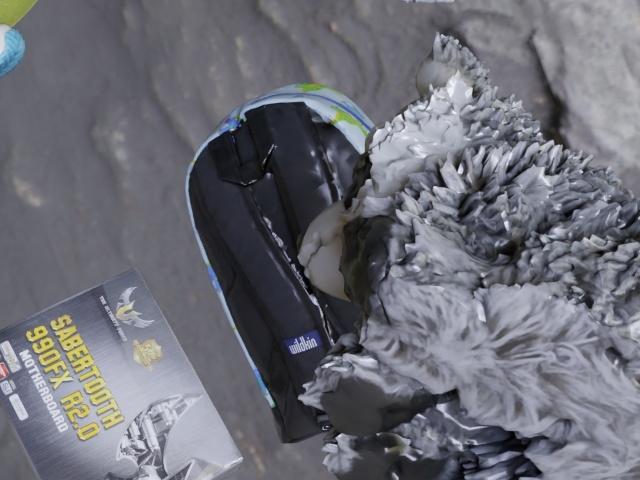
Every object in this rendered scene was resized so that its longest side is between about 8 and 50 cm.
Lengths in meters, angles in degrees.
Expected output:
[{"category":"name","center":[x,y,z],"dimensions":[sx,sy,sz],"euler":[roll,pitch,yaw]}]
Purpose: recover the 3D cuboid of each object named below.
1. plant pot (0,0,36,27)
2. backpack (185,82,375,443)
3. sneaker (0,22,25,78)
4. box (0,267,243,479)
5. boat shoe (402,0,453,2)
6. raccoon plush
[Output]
[{"category":"plant pot","center":[-0.405,-0.339,1.167],"dimensions":[0.275,0.275,0.293],"euler":[46,176,25]},{"category":"backpack","center":[0.000,0.000,1.502],"dimensions":[0.290,0.273,0.356],"euler":[-28,108,24]},{"category":"sneaker","center":[-0.335,-0.132,1.017],"dimensions":[0.228,0.087,0.092],"euler":[-14,99,14]},{"category":"box","center":[-0.210,0.166,1.317],"dimensions":[0.231,0.183,0.056],"euler":[59,162,17]},{"category":"boat shoe","center":[0.130,-0.366,1.432],"dimensions":[0.075,0.083,0.226],"euler":[10,111,6]},{"category":"raccoon plush","center":[0.192,0.033,0.742],"dimensions":[0.446,0.299,0.216],"euler":[11,127,11]}]
